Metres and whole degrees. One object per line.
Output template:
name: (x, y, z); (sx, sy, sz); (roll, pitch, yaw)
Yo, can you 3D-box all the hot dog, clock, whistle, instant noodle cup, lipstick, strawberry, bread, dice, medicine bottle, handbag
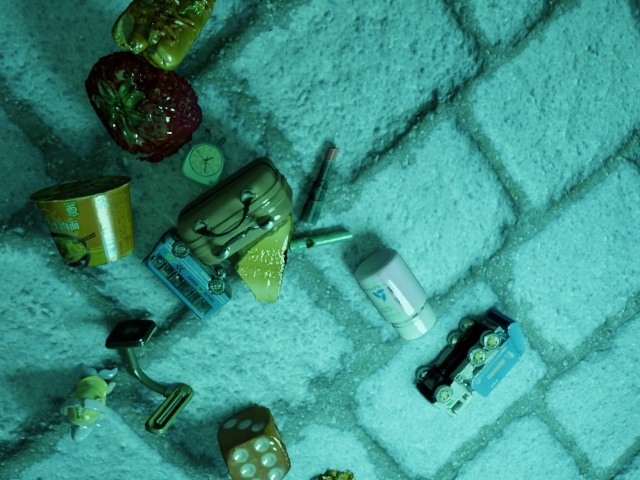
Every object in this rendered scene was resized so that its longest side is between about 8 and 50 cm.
hot dog: (-0.347, -0.533, 1.171); (0.158, 0.117, 0.348); (24, 49, -11)
clock: (-0.307, -0.222, 1.361); (0.108, 0.045, 0.147); (23, 94, -16)
whistle: (0.000, 0.000, 1.472); (0.186, 0.039, 0.039); (-11, 102, -11)
instant noodle cup: (-0.569, -0.049, 1.254); (0.230, 0.230, 0.182); (-11, 112, -10)
lipstick: (0.005, -0.157, 1.441); (0.054, 0.053, 0.234); (21, 92, -15)
strawberry: (-0.417, -0.334, 1.240); (0.274, 0.220, 0.274); (15, 130, 19)
bread: (-0.133, 0.055, 1.379); (0.224, 0.183, 0.211); (-31, 107, -3)
dice: (-0.194, 0.609, 1.468); (0.174, 0.179, 0.174); (-21, 106, -8)
medicine bottle: (0.225, 0.160, 1.493); (0.152, 0.152, 0.254); (-36, 106, -4)
handbag: (-0.215, -0.065, 1.270); (0.302, 0.283, 0.149); (-31, 115, 5)

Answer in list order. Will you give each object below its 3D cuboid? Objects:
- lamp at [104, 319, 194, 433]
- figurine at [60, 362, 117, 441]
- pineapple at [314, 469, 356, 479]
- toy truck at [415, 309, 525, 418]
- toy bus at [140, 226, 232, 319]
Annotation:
lamp: (-0.479, 0.369, 1.357); (0.125, 0.203, 0.283); (-19, 108, 11)
figurine: (-0.621, 0.430, 1.350); (0.129, 0.184, 0.208); (11, 55, -15)
pineapple: (0.046, 0.788, 1.617); (0.137, 0.069, 0.116); (1, 105, -4)
toy truck: (0.477, 0.385, 1.592); (0.367, 0.146, 0.175); (-47, 110, -1)
toy bus: (-0.357, 0.089, 1.371); (0.134, 0.113, 0.246); (-40, 107, 4)
